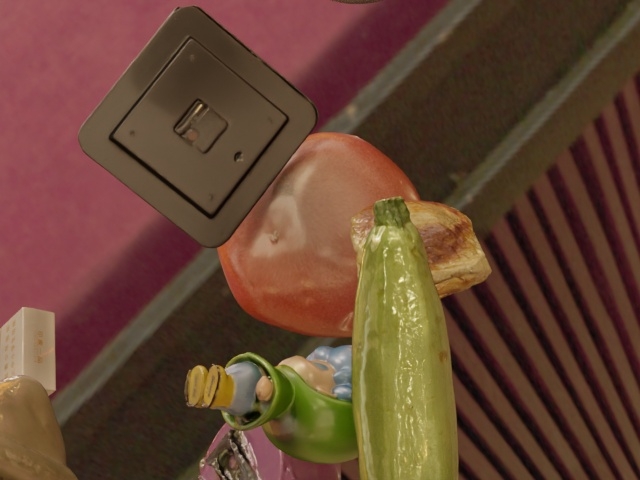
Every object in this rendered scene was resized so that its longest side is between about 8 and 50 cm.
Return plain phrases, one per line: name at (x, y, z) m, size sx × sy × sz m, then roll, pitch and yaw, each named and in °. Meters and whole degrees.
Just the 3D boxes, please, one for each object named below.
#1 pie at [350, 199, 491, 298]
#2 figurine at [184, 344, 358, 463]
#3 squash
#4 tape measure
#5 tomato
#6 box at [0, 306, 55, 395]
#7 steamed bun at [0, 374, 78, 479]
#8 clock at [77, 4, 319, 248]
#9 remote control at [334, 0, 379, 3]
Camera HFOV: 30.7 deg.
pie at (0.132, 0.010, 1.569) m, size 0.179 × 0.084 × 0.205 m, roll -9°, pitch 38°, yaw -4°
figurine at (-0.031, 0.190, 1.382) m, size 0.162 × 0.263 × 0.143 m, roll -17°, pitch 66°, yaw 52°
squash at (0.087, 0.137, 1.277) m, size 0.118 × 0.118 × 0.370 m, roll -4°, pitch 93°, yaw 22°
tape measure at (-0.078, 0.371, 1.701) m, size 0.231 × 0.149 × 0.245 m, roll -56°, pitch 38°, yaw 21°
tomato at (0.000, 0.000, 1.871) m, size 0.341 × 0.273 × 0.341 m, roll -4°, pitch 78°, yaw 19°
box at (-0.539, 0.231, 2.010) m, size 0.233 × 0.067 × 0.149 m, roll -36°, pitch 47°, yaw 40°
steamed bun at (-0.343, 0.305, 1.064) m, size 0.310 × 0.324 × 0.219 m, roll -44°, pitch 87°, yaw 7°
clock at (-0.176, -0.167, 1.716) m, size 0.279 × 0.273 × 0.049 m, roll -54°, pitch 13°, yaw -8°
remote control at (0.088, -0.360, 1.093) m, size 0.332 × 0.221 × 0.103 m, roll -31°, pitch 29°, yaw -9°
